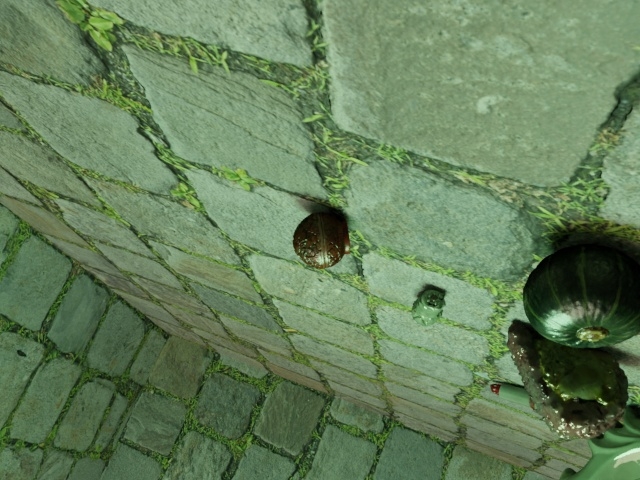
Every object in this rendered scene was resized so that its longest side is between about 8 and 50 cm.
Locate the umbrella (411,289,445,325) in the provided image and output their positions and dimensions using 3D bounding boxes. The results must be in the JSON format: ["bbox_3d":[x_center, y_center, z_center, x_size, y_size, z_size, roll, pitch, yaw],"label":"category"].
[{"bbox_3d":[0.218,0.136,1.314,0.067,0.062,0.143,-9,157,-1],"label":"umbrella"}]

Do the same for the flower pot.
[{"bbox_3d":[0.709,0.498,1.408,0.164,0.254,0.367,43,158,-15],"label":"flower pot"}]

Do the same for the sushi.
[{"bbox_3d":[0.473,0.248,1.229,0.161,0.241,0.107,-18,148,-9],"label":"sushi"}]

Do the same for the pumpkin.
[{"bbox_3d":[0.360,0.077,0.883,0.167,0.125,0.167,-2,155,-1],"label":"pumpkin"}]

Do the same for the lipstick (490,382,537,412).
[{"bbox_3d":[0.522,0.408,1.697,0.186,0.057,0.063,7,156,45],"label":"lipstick"}]

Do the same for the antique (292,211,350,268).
[{"bbox_3d":[0.000,0.000,1.122,0.104,0.104,0.104,20,161,7],"label":"antique"}]
